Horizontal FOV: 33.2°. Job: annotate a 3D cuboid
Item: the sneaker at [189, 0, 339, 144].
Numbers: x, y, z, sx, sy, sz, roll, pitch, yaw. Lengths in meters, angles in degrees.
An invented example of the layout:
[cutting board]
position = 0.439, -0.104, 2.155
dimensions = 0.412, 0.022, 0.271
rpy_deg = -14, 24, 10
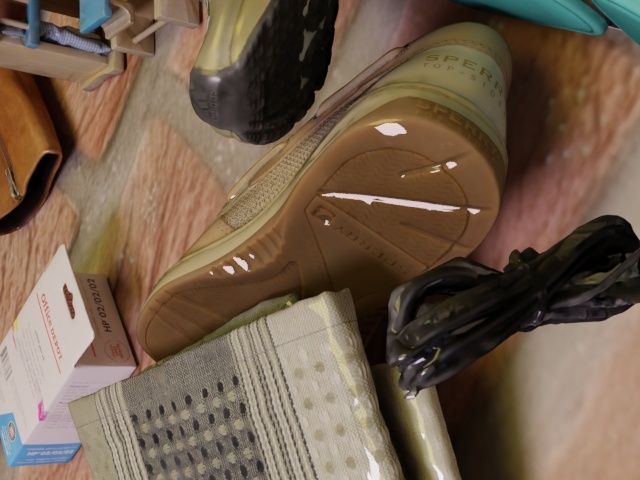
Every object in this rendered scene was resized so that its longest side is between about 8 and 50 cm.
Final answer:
[sneaker]
position = -0.075, -0.212, 0.619
dimensions = 0.158, 0.182, 0.410
rpy_deg = 96, 175, -49

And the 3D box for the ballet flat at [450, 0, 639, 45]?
[ballet flat]
position = 0.154, -0.136, 0.464
dimensions = 0.400, 0.139, 0.139
rpy_deg = 41, 115, 49

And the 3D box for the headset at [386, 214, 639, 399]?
[headset]
position = 0.169, 0.164, 0.325
dimensions = 0.243, 0.185, 0.394
rpy_deg = -51, 58, 47

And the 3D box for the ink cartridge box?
[ink cartridge box]
position = -0.218, 0.099, 0.916
dimensions = 0.181, 0.061, 0.104
rpy_deg = -52, 49, 33

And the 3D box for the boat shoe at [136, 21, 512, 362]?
[boat shoe]
position = 0.000, 0.000, 0.647
dimensions = 0.341, 0.121, 0.110
rpy_deg = -37, 22, 47

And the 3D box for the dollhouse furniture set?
[dollhouse furniture set]
position = -0.205, -0.222, 0.896
dimensions = 0.183, 0.129, 0.129
rpy_deg = -16, 72, 49

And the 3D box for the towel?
[towel]
position = -0.021, 0.206, 0.635
dimensions = 0.312, 0.056, 0.324
rpy_deg = -26, 81, 48

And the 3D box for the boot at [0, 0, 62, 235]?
[boot]
position = -0.306, -0.186, 1.040
dimensions = 0.264, 0.096, 0.280
rpy_deg = -47, 52, 35
